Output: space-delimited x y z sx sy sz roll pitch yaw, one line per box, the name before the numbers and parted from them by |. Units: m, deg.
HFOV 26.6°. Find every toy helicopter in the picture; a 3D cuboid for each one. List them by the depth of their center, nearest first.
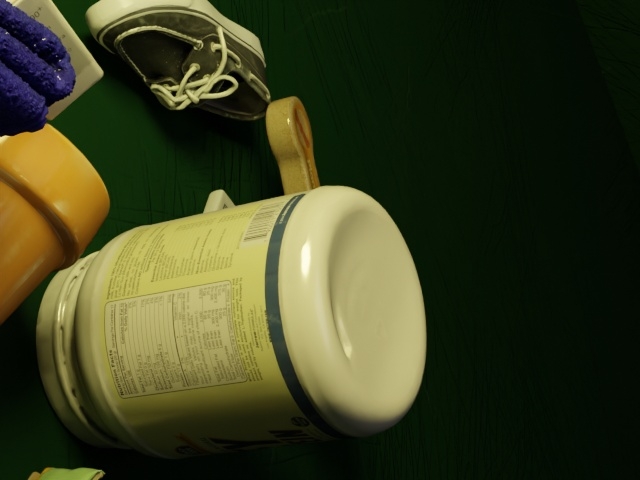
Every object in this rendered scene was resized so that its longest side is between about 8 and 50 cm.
toy helicopter | 0.000 0.000 1.646 0.235 0.140 0.355 -29 108 -70

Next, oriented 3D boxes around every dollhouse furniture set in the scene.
dollhouse furniture set | -0.264 0.239 1.203 0.058 0.076 0.151 64 33 -27

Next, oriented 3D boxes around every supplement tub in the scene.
supplement tub | -0.087 0.087 1.313 0.235 0.325 0.235 29 55 -54

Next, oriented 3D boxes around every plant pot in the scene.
plant pot | -0.308 -0.001 1.112 0.205 0.205 0.188 51 55 -40

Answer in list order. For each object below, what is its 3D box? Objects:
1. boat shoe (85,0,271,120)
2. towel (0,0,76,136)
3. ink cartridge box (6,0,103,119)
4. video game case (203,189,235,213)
boat shoe | -0.148 -0.196 1.524 0.306 0.113 0.105 22 46 -67
towel | -0.351 -0.106 0.929 0.228 0.308 0.076 32 49 -54
ink cartridge box | -0.313 -0.253 1.023 0.296 0.066 0.261 46 -5 25
video game case | -0.102 0.072 1.604 0.183 0.023 0.201 54 36 -37
